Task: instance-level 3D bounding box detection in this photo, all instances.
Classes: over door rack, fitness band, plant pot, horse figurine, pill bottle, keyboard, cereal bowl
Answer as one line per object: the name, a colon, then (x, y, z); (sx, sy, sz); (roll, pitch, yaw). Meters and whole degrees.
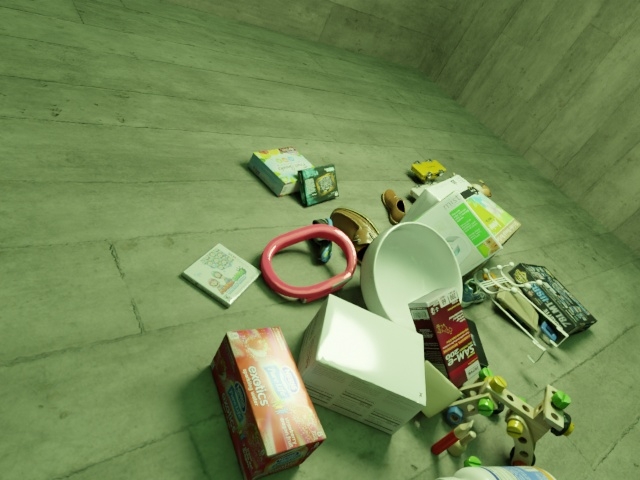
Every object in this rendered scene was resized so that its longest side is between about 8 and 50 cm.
over door rack: (0.677, 0.212, 1.465); (0.240, 0.108, 0.324); (-4, 55, -44)
fitness band: (-0.028, 0.059, 1.254); (0.291, 0.054, 0.209); (-20, 62, -29)
plant pot: (0.263, 0.366, 1.081); (0.109, 0.096, 0.109); (43, -7, 16)
horse figurine: (0.774, -0.263, 2.248); (0.264, 0.066, 0.174); (13, 33, -19)
pill bottle: (0.357, 0.545, 0.904); (0.272, 0.152, 0.152); (12, 40, -24)
keyboard: (0.453, 0.306, 1.373); (0.108, 0.023, 0.180); (25, 35, -19)
cereal bowl: (0.245, 0.120, 1.290); (0.339, 0.141, 0.338); (8, 76, -32)

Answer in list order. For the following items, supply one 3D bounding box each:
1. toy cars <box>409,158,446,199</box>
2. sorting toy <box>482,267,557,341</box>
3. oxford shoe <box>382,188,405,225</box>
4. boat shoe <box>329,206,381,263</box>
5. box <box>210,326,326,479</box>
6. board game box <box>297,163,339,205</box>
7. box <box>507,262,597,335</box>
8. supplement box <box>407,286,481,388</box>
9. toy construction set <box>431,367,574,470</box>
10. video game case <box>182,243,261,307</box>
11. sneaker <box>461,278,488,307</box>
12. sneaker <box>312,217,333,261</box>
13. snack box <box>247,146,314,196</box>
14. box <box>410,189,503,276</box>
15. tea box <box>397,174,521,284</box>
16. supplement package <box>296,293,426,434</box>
toy cars: (0.480, -0.254, 2.017); (0.177, 0.087, 0.393); (21, 40, -4)
sorting toy: (0.710, 0.228, 1.615); (0.348, 0.047, 0.196); (42, 35, 2)
oxford shoe: (0.301, -0.146, 1.764); (0.076, 0.076, 0.212); (14, 37, -20)
boat shoe: (0.138, 0.007, 1.431); (0.307, 0.110, 0.104); (41, 36, 14)
box: (-0.112, 0.310, 0.878); (0.128, 0.122, 0.256); (2, 45, -35)
board game box: (-0.005, -0.201, 1.583); (0.026, 0.126, 0.186); (1, 14, 39)
box: (0.893, 0.219, 1.706); (0.294, 0.073, 0.295); (7, 41, -47)
supplement box: (0.333, 0.259, 1.187); (0.130, 0.073, 0.239); (-19, 92, -36)
toy construction set: (0.434, 0.411, 1.046); (0.309, 0.237, 0.257); (-5, 49, -39)
video game case: (-0.249, 0.085, 1.140); (0.143, 0.019, 0.157); (34, 36, 5)
sneaker: (0.537, 0.173, 1.539); (0.211, 0.081, 0.080); (-15, 54, -47)
sneaker: (0.000, 0.000, 1.396); (0.078, 0.067, 0.188); (2, 42, -3)
snack box: (-0.124, -0.251, 1.590); (0.174, 0.070, 0.207); (46, 39, 19)
box: (0.401, 0.004, 1.435); (0.231, 0.262, 0.127); (53, 16, 3)
tea box: (0.521, -0.048, 1.676); (0.323, 0.220, 0.329); (44, 37, 16)
supplement package: (0.093, 0.285, 1.036); (0.262, 0.145, 0.204); (25, 36, -8)
